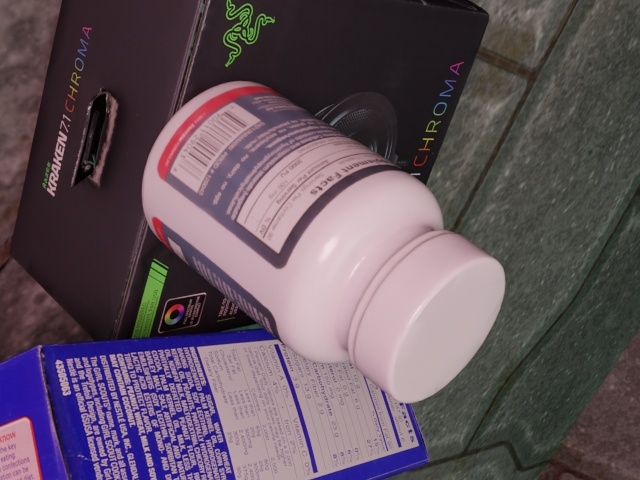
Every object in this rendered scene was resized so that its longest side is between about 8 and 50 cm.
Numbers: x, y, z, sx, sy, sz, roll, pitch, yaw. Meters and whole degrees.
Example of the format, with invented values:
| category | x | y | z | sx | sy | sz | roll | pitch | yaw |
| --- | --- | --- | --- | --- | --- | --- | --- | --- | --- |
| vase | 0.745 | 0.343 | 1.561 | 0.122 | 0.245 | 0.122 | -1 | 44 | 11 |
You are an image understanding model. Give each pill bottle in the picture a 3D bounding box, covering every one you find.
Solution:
| category | x | y | z | sx | sy | sz | roll | pitch | yaw |
| --- | --- | --- | --- | --- | --- | --- | --- | --- | --- |
| pill bottle | 0.000 | 0.000 | 0.482 | 0.108 | 0.180 | 0.108 | -31 | 140 | -30 |

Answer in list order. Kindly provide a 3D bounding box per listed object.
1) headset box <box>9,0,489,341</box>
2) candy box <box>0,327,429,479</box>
| category | x | y | z | sx | sy | sz | roll | pitch | yaw |
| --- | --- | --- | --- | --- | --- | --- | --- | --- | --- |
| headset box | -0.052 | -0.075 | 0.634 | 0.283 | 0.131 | 0.246 | -6 | 124 | -48 |
| candy box | -0.126 | 0.146 | 0.615 | 0.268 | 0.122 | 0.317 | -24 | 164 | 32 |
